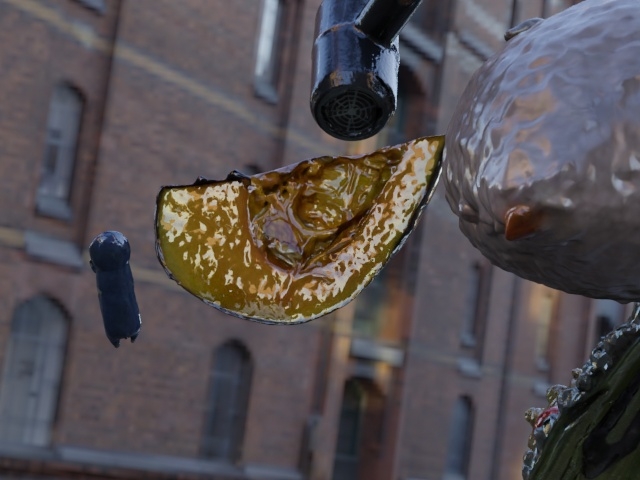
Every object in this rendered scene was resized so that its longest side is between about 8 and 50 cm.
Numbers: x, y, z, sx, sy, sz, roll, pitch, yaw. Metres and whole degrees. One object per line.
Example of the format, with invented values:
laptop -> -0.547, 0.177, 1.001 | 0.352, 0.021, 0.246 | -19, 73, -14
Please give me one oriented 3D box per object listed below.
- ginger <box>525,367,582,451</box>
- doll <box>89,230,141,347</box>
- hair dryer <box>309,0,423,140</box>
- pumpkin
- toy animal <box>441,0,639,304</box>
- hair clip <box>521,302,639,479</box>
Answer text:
ginger -> 0.298, 0.212, 1.885 | 0.081, 0.205, 0.115 | 7, 25, -16
doll -> -0.182, 0.044, 1.445 | 0.037, 0.125, 0.027 | -16, 36, -18
hair dryer -> 0.097, -0.285, 1.865 | 0.107, 0.189, 0.352 | 22, -48, -17
pumpkin -> 0.000, 0.000, 1.682 | 0.312, 0.169, 0.148 | -11, -6, 10
toy animal -> 0.190, -0.057, 0.974 | 0.226, 0.188, 0.358 | -13, 4, 42
hair clip -> 0.258, 0.094, 1.251 | 0.138, 0.091, 0.321 | 11, -45, -21
